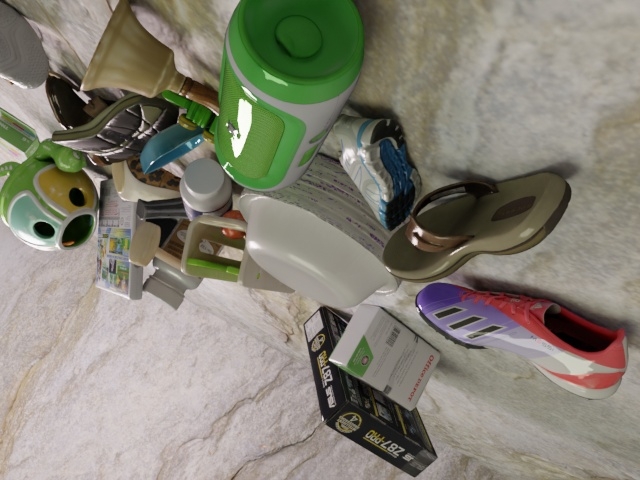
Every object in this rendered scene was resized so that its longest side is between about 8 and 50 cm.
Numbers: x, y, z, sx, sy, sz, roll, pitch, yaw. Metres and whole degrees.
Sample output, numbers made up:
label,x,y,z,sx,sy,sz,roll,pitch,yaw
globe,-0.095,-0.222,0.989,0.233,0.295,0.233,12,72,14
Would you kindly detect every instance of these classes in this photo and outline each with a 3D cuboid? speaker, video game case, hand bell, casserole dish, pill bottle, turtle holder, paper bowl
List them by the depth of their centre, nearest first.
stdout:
label,x,y,z,sx,sy,sz,roll,pitch,yaw
speaker,-0.046,-0.145,0.636,0.131,0.131,0.296,32,163,-4
hand bell,-0.167,-0.196,0.781,0.242,0.126,0.126,24,167,-23
paper bowl,0.000,0.000,0.935,0.285,0.148,0.284,27,163,9
casserole dish,-0.237,-0.155,0.968,0.036,0.114,0.188,60,157,-9
pill bottle,-0.211,-0.089,1.119,0.094,0.094,0.169,30,163,2
pill bottle,-0.340,0.052,1.496,0.131,0.229,0.131,27,162,9
video game case,-0.516,-0.013,1.549,0.036,0.299,0.329,3,180,-34
turtle holder,-0.700,-0.118,1.621,0.227,0.320,0.243,40,-173,19

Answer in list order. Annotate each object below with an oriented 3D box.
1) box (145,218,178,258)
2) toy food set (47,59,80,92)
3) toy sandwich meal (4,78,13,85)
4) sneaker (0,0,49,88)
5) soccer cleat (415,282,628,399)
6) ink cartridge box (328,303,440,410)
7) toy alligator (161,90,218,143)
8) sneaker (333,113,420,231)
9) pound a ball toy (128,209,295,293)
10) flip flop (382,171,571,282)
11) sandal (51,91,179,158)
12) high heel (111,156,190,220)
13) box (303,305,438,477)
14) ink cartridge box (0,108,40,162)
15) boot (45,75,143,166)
label,x,y,z,sx,sy,sz,roll,pitch,yaw
box,-0.494,-0.017,1.778,0.184,0.103,0.261,36,163,-27
toy food set,-0.502,-0.314,1.104,0.078,0.019,0.122,11,162,46
toy sandwich meal,-0.656,-0.351,1.230,0.086,0.029,0.085,28,163,9
sneaker,-0.564,-0.345,0.990,0.269,0.101,0.153,42,161,-16
soccer cleat,0.289,0.118,0.896,0.318,0.109,0.116,24,140,30
ink cartridge box,0.155,0.276,1.424,0.219,0.160,0.093,39,163,-23
toy alligator,-0.135,-0.167,0.859,0.190,0.056,0.051,30,-155,-4
sneaker,0.065,-0.087,0.736,0.083,0.071,0.190,29,158,34
pound a ball toy,-0.180,0.011,1.143,0.208,0.135,0.319,10,175,19
flip flop,0.151,-0.023,0.677,0.080,0.112,0.277,31,159,-17
sandal,-0.342,-0.206,1.022,0.303,0.086,0.120,-11,163,38
high heel,-0.331,-0.126,1.285,0.186,0.093,0.261,-4,-139,-38
box,0.117,0.379,1.569,0.318,0.097,0.394,36,-164,-24
ink cartridge box,-0.856,-0.285,1.693,0.109,0.062,0.209,35,162,-11
boot,-0.417,-0.229,1.136,0.106,0.082,0.219,-4,147,12
